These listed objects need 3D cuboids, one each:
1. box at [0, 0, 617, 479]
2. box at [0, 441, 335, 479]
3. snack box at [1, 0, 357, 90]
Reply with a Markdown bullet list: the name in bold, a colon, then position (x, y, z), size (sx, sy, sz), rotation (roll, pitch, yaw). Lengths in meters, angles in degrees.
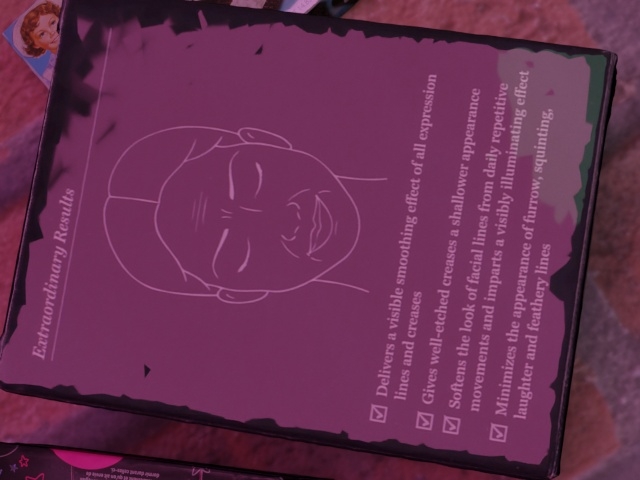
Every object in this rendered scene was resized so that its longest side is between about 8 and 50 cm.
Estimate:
- **box**: position (0.000, 0.000, 1.137), size (0.395, 0.212, 0.293), rotation (9, 84, 9)
- **box**: position (-0.129, 0.237, 1.174), size (0.247, 0.163, 0.142), rotation (5, 82, 16)
- **snack box**: position (-0.096, -0.217, 1.325), size (0.322, 0.060, 0.187), rotation (-43, 71, 2)
